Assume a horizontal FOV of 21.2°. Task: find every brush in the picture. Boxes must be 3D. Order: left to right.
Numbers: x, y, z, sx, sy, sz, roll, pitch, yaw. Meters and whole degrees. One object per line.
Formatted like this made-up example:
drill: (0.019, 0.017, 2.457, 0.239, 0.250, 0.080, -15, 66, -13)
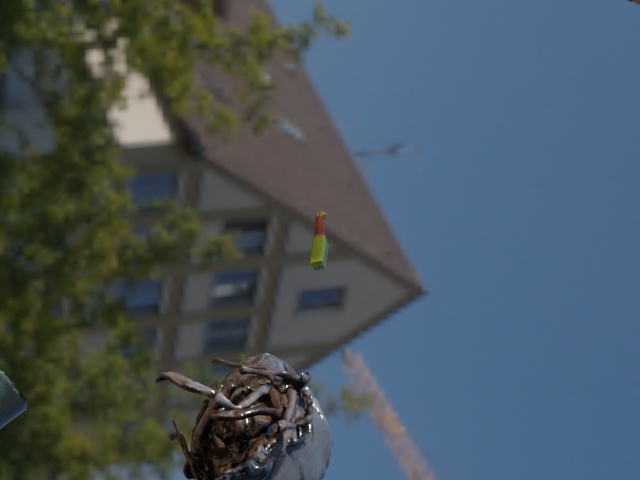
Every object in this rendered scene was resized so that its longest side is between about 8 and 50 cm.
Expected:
brush: (0.000, 0.000, 2.137, 0.021, 0.018, 0.083, 51, 34, -45)

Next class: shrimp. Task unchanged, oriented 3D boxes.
shrimp: (-0.063, 0.167, 1.440, 0.343, 0.116, 0.145, -26, 102, -77)

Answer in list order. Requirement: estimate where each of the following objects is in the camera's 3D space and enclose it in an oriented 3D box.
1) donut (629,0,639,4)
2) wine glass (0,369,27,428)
donut: (0.303, -0.202, 1.362, 0.075, 0.174, 0.190, -62, -170, 11)
wine glass: (-0.368, 0.185, 1.473, 0.103, 0.231, 0.103, 44, -17, 17)
